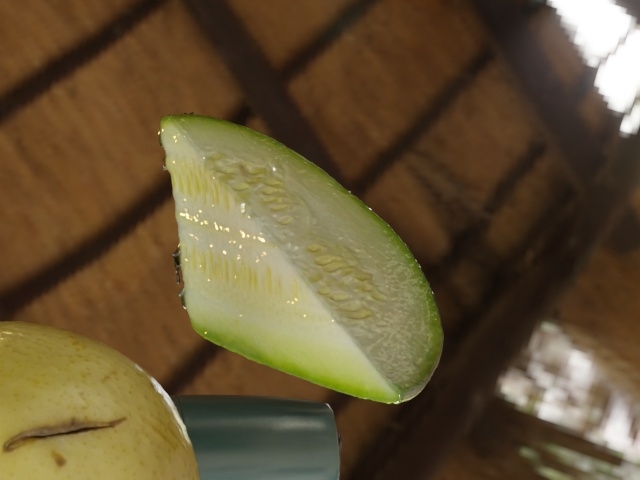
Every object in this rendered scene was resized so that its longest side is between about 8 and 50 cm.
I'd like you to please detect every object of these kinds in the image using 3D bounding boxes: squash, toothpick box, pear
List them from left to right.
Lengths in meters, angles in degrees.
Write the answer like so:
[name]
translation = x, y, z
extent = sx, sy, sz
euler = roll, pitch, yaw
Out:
[pear]
translation = -0.248, 0.201, 1.484
extent = 0.309, 0.309, 0.309
euler = -50, -30, -44
[toothpick box]
translation = -0.075, 0.204, 1.874
extent = 0.120, 0.184, 0.120
euler = 179, 90, -78
[squash]
translation = 0.000, 0.000, 1.581
extent = 0.111, 0.289, 0.203
euler = -16, -74, -35
